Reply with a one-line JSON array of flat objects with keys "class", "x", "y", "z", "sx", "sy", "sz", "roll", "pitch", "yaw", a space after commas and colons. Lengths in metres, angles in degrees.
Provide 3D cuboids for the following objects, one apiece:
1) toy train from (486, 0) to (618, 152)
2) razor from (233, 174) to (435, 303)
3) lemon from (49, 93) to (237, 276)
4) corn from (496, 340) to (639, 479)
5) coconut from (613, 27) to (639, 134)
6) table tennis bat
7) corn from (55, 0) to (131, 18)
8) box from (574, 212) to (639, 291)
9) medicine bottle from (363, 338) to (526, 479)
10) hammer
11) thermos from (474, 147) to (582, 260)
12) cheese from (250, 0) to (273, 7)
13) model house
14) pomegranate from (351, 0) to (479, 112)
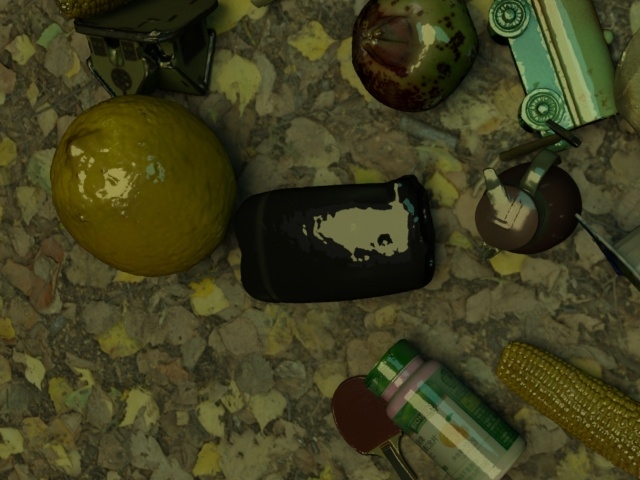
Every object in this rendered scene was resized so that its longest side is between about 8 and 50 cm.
[{"class": "toy train", "x": 0.368, "y": -0.287, "z": 1.370, "sx": 0.177, "sy": 0.116, "sz": 0.286, "roll": -19, "pitch": 87, "yaw": 12}, {"class": "razor", "x": 0.021, "y": 0.002, "z": 1.498, "sx": 0.348, "sy": 0.113, "sz": 0.205, "roll": -6, "pitch": 100, "yaw": 24}, {"class": "lemon", "x": -0.308, "y": -0.097, "z": 1.558, "sx": 0.335, "sy": 0.336, "sz": 0.336, "roll": 3, "pitch": 97, "yaw": 23}, {"class": "corn", "x": 0.421, "y": 0.263, "z": 1.409, "sx": 0.305, "sy": 0.106, "sz": 0.106, "roll": 33, "pitch": 108, "yaw": 21}, {"class": "coconut", "x": 0.524, "y": -0.221, "z": 1.223, "sx": 0.227, "sy": 0.230, "sz": 0.227, "roll": 1, "pitch": 93, "yaw": 12}, {"class": "table tennis bat", "x": 0.105, "y": 0.346, "z": 1.597, "sx": 0.130, "sy": 0.019, "sz": 0.220, "roll": -38, "pitch": 79, "yaw": 22}, {"class": "corn", "x": -0.343, "y": -0.474, "z": 1.565, "sx": 0.102, "sy": 0.313, "sz": 0.102, "roll": 34, "pitch": 148, "yaw": 25}, {"class": "box", "x": 0.543, "y": 0.010, "z": 1.272, "sx": 0.206, "sy": 0.262, "sz": 0.291, "roll": -41, "pitch": 70, "yaw": 10}, {"class": "medicine bottle", "x": 0.204, "y": 0.294, "z": 1.487, "sx": 0.274, "sy": 0.133, "sz": 0.133, "roll": 43, "pitch": 110, "yaw": 15}, {"class": "hammer", "x": 0.327, "y": -0.148, "z": 1.365, "sx": 0.062, "sy": 0.199, "sz": 0.013, "roll": 34, "pitch": 77, "yaw": -11}, {"class": "thermos", "x": 0.310, "y": -0.056, "z": 1.328, "sx": 0.146, "sy": 0.265, "sz": 0.176, "roll": 30, "pitch": 105, "yaw": 17}, {"class": "cheese", "x": -0.084, "y": -0.526, "z": 1.550, "sx": 0.248, "sy": 0.070, "sz": 0.163, "roll": -36, "pitch": 82, "yaw": 23}, {"class": "model house", "x": -0.297, "y": -0.305, "z": 1.638, "sx": 0.218, "sy": 0.205, "sz": 0.279, "roll": 12, "pitch": 130, "yaw": 23}, {"class": "pomegranate", "x": 0.134, "y": -0.307, "z": 1.386, "sx": 0.214, "sy": 0.248, "sz": 0.214, "roll": 6, "pitch": 103, "yaw": 28}]
